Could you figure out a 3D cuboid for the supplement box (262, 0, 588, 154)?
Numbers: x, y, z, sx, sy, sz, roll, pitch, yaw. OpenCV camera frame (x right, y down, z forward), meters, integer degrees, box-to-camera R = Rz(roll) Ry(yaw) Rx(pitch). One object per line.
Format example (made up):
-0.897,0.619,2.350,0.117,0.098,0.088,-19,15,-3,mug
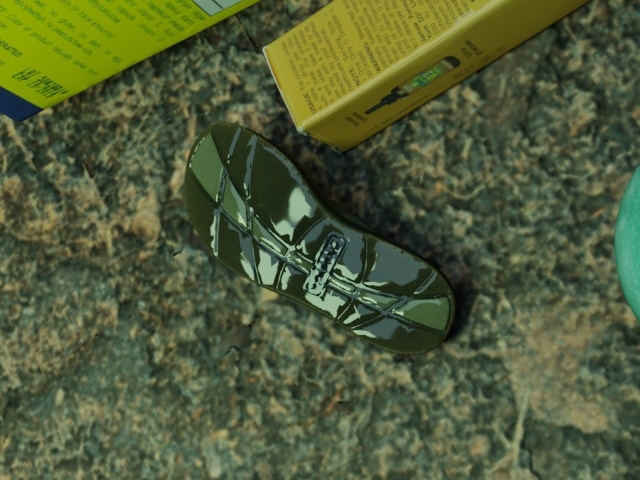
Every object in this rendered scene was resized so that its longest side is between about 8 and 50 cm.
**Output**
0.080,-0.152,0.978,0.233,0.078,0.080,-33,67,16,supplement box

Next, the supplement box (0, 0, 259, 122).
-0.130,-0.260,1.007,0.356,0.194,0.195,-25,73,11,supplement box

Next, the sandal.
0.000,0.000,1.003,0.219,0.060,0.090,30,100,13,sandal

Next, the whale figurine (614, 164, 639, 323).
0.277,-0.044,0.824,0.216,0.141,0.272,33,95,28,whale figurine
